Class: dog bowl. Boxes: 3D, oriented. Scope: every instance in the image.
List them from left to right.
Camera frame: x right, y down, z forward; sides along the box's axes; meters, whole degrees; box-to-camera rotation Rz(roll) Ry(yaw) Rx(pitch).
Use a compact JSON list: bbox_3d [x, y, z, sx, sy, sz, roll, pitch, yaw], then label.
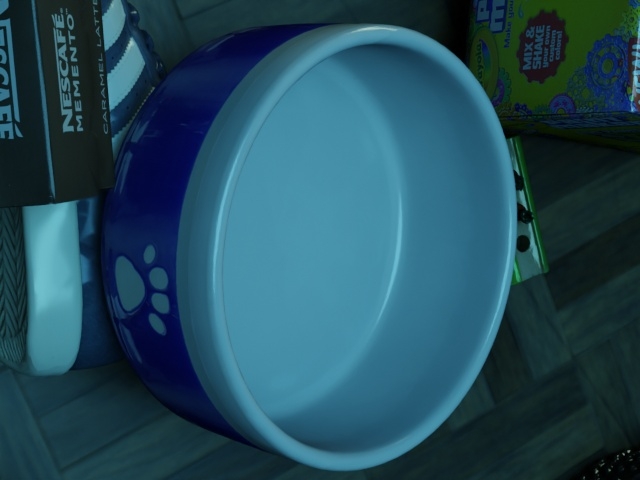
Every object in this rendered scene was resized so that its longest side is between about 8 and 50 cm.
[{"bbox_3d":[0.000,0.000,0.902,0.265,0.104,0.265,-10,104,-44],"label":"dog bowl"}]

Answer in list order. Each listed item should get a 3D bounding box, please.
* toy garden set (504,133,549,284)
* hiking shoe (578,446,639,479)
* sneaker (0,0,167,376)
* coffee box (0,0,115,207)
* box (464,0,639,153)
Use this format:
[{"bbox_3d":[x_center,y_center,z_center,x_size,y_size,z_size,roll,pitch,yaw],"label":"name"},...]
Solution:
[{"bbox_3d":[0.051,-0.039,1.050,0.244,0.049,0.203,-19,101,-25],"label":"toy garden set"},{"bbox_3d":[0.295,0.215,1.166,0.227,0.086,0.114,-13,95,-27],"label":"hiking shoe"},{"bbox_3d":[-0.136,-0.095,0.920,0.148,0.131,0.350,-4,100,-34],"label":"sneaker"},{"bbox_3d":[-0.246,-0.084,0.798,0.247,0.098,0.141,-4,96,12],"label":"coffee box"},{"bbox_3d":[0.270,-0.211,1.066,0.279,0.177,0.290,6,89,-34],"label":"box"}]
